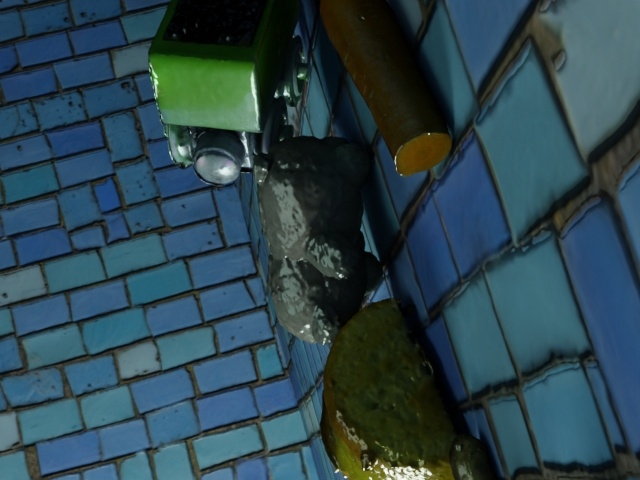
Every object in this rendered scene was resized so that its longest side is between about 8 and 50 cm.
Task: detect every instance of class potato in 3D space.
[{"bbox_3d":[0.157,0.240,1.041,0.051,0.040,0.083,85,169,-72],"label":"potato"}]

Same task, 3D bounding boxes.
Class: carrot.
[{"bbox_3d":[0.056,-0.163,0.940,0.067,0.067,0.225,89,162,-58],"label":"carrot"}]

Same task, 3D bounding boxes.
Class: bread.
[{"bbox_3d":[0.072,0.206,1.193,0.160,0.147,0.260,83,169,-54],"label":"bread"}]

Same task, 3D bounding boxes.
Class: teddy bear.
[{"bbox_3d":[-0.001,-0.001,1.288,0.236,0.151,0.267,-129,27,-75],"label":"teddy bear"}]

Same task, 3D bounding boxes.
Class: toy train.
[{"bbox_3d":[-0.116,-0.239,1.342,0.249,0.173,0.307,85,-166,-48],"label":"toy train"}]
